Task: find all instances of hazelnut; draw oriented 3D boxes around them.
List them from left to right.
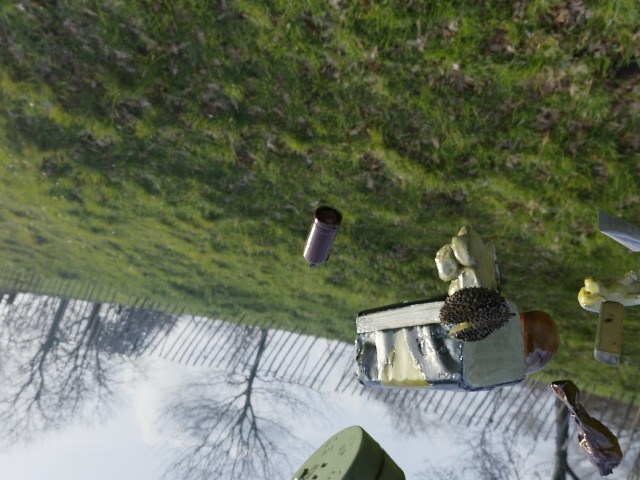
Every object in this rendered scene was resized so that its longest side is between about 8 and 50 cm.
[{"bbox_3d":[0.661,0.329,1.476,0.177,0.214,0.214,20,177,11],"label":"hazelnut"}]

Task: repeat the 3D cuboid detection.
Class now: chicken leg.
[{"bbox_3d":[0.698,0.481,1.206,0.304,0.093,0.113,55,-160,-12],"label":"chicken leg"}]

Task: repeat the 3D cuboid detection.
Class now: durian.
[{"bbox_3d":[0.284,0.123,0.816,0.140,0.110,0.071,-3,141,-2],"label":"durian"}]

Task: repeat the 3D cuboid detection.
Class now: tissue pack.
[{"bbox_3d":[0.317,0.293,1.313,0.264,0.253,0.417,9,162,-34],"label":"tissue pack"}]

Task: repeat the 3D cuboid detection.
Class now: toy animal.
[{"bbox_3d":[0.916,0.149,1.408,0.234,0.121,0.168,-10,165,-21],"label":"toy animal"}]

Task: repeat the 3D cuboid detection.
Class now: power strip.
[{"bbox_3d":[0.042,0.625,1.112,0.161,0.357,0.357,47,177,2],"label":"power strip"}]

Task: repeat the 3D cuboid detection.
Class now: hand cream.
[{"bbox_3d":[0.708,-0.017,1.073,0.142,0.084,0.053,27,137,5],"label":"hand cream"}]

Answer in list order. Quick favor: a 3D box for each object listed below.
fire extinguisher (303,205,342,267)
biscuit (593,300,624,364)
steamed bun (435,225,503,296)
[{"bbox_3d":[0.000,0.000,1.585,0.105,0.104,0.268,18,138,0],"label":"fire extinguisher"},{"bbox_3d":[0.724,0.227,1.156,0.056,0.188,0.052,6,127,32],"label":"biscuit"},{"bbox_3d":[0.348,0.059,1.094,0.106,0.192,0.178,-13,-170,36],"label":"steamed bun"}]
